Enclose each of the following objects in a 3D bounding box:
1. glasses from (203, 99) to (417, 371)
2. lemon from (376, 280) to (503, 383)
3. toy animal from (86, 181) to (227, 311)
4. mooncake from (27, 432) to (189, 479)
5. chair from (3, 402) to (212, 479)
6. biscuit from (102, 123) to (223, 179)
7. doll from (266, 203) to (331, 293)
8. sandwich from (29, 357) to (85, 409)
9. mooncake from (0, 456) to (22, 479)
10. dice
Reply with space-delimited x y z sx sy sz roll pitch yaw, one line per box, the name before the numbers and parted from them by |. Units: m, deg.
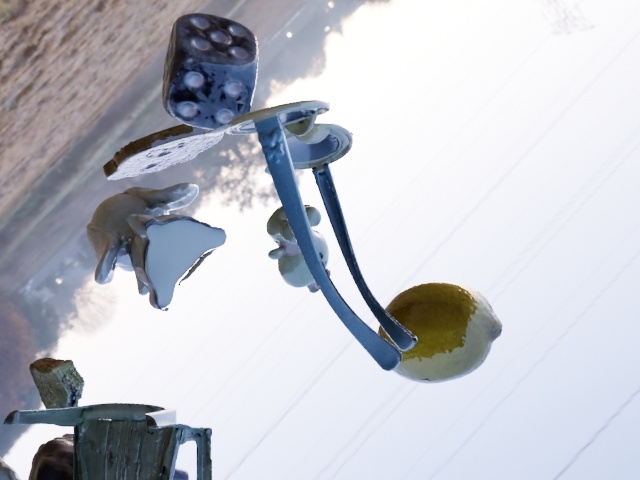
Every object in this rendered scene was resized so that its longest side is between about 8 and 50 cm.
glasses | 0.026 -0.016 0.533 0.088 0.220 0.189 -38 169 6
lemon | 0.257 0.204 1.507 0.263 0.235 0.236 -2 -162 -5
toy animal | -0.352 -0.001 1.321 0.289 0.174 0.249 -5 -137 32
mooncake | -0.362 0.422 1.158 0.283 0.283 0.141 -2 -110 66
chair | -0.267 0.315 0.900 0.274 0.203 0.190 48 42 -77
biscuit | -0.373 -0.221 1.607 0.273 0.049 0.257 -19 177 -41
doll | -0.046 0.012 1.457 0.155 0.113 0.275 -56 154 -23
sandwich | -0.395 0.231 1.024 0.093 0.104 0.036 2 -159 38
mooncake | -0.608 0.433 0.854 0.262 0.467 0.467 -18 -149 46
dice | -0.234 -0.355 1.417 0.182 0.183 0.181 115 -25 -44
